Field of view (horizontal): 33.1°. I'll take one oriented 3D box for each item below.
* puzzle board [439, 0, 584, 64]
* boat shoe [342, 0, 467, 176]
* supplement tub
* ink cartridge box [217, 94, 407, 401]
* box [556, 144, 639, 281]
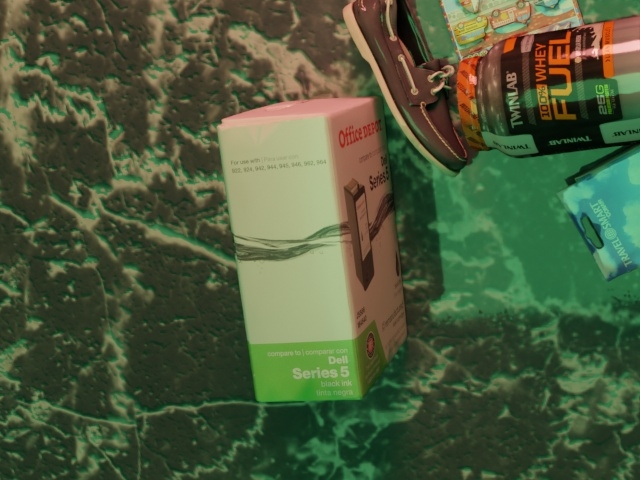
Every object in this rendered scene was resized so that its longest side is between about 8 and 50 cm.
[{"bbox_3d":[0.189,-0.223,1.065,0.128,0.011,0.096,-17,96,20],"label":"puzzle board"},{"bbox_3d":[0.098,-0.162,1.075,0.065,0.075,0.206,-31,87,25],"label":"boat shoe"},{"bbox_3d":[0.231,-0.140,1.009,0.190,0.117,0.117,-7,100,23],"label":"supplement tub"},{"bbox_3d":[0.000,0.000,1.075,0.114,0.198,0.273,-3,102,18],"label":"ink cartridge box"},{"bbox_3d":[0.333,-0.048,1.039,0.178,0.042,0.109,-30,92,21],"label":"box"}]
